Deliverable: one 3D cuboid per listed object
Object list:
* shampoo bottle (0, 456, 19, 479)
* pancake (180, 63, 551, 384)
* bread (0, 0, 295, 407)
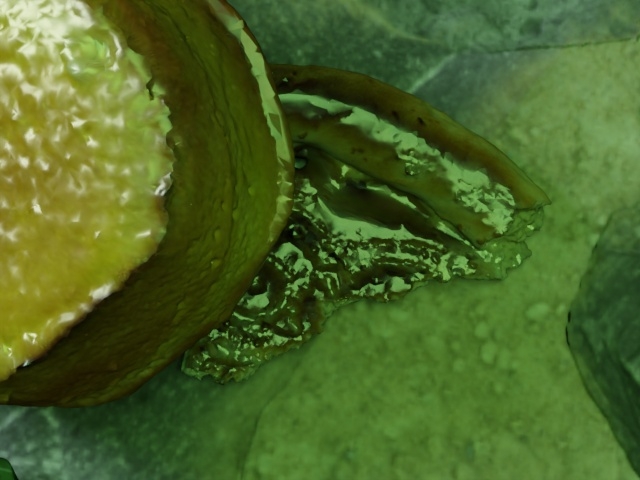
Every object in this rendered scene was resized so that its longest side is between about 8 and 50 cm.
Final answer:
[{"bbox_3d":[-0.252,0.158,1.216,0.204,0.065,0.065,17,77,-29],"label":"shampoo bottle"},{"bbox_3d":[0.000,0.000,1.305,0.266,0.057,0.244,31,77,-2],"label":"pancake"},{"bbox_3d":[-0.175,-0.048,1.192,0.312,0.172,0.312,1,93,18],"label":"bread"}]
